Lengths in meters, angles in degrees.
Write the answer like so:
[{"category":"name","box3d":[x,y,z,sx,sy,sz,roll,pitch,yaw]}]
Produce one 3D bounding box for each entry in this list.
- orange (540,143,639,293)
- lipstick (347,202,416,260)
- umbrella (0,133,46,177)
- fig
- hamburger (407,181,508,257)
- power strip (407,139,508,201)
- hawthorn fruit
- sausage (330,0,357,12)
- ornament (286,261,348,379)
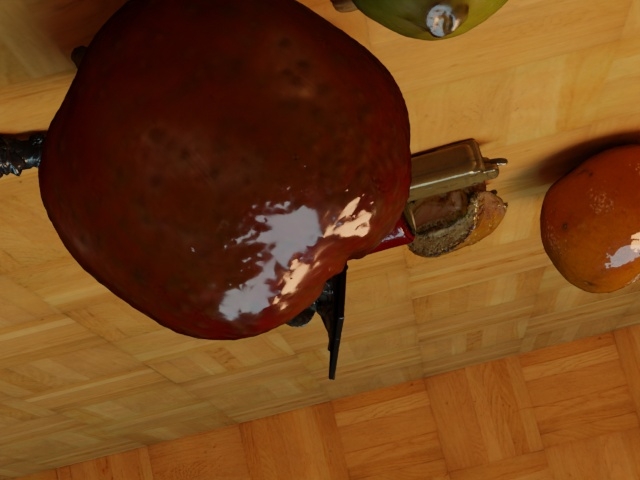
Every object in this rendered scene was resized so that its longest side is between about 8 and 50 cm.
[{"category":"orange","box3d":[0.390,-0.035,1.597,0.224,0.170,0.224,-33,166,-10]},{"category":"lipstick","box3d":[0.000,0.000,1.556,0.241,0.080,0.080,-18,164,15]},{"category":"umbrella","box3d":[-0.279,-0.077,1.125,0.143,0.040,0.037,-6,172,-22]},{"category":"fig","box3d":[0.079,-0.202,0.855,0.136,0.121,0.153,-34,178,40]},{"category":"hamburger","box3d":[0.189,-0.029,1.596,0.102,0.087,0.176,-3,159,-29]},{"category":"power strip","box3d":[0.073,-0.064,1.464,0.305,0.044,0.064,-14,164,8]},{"category":"hawthorn fruit","box3d":[-0.080,-0.067,0.926,0.275,0.299,0.275,-49,165,-18]},{"category":"sausage","box3d":[0.066,-0.212,0.968,0.132,0.024,0.024,-22,162,24]},{"category":"ornament","box3d":[-0.064,0.072,1.679,0.196,0.166,0.153,7,141,-3]}]
